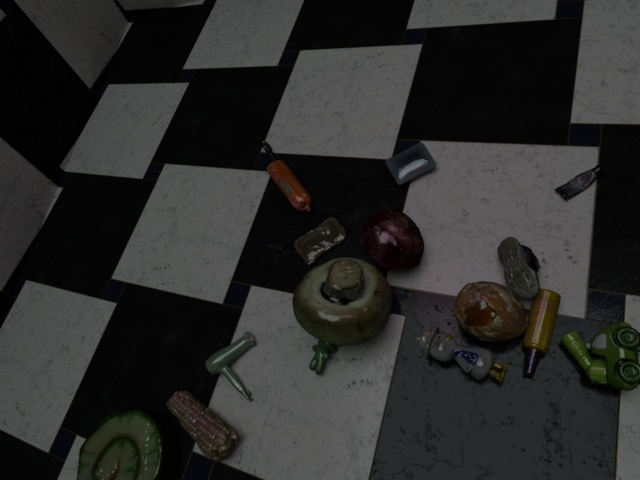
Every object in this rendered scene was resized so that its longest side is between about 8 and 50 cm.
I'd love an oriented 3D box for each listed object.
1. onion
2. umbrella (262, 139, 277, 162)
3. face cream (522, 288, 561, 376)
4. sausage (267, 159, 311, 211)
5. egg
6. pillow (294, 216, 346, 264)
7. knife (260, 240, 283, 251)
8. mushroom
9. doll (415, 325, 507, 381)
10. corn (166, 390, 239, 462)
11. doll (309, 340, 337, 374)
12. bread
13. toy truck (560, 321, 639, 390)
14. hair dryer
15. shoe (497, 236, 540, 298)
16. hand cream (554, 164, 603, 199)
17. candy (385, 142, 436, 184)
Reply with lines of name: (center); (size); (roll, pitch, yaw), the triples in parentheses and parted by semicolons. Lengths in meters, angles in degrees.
onion: (0.257, 0.008, 1.660); (0.252, 0.219, 0.252); (12, 50, -14)
umbrella: (-0.247, -0.429, 2.148); (0.037, 0.040, 0.144); (-37, 56, 11)
face cream: (0.686, 0.290, 1.411); (0.078, 0.078, 0.273); (14, 71, 26)
sausage: (-0.127, -0.229, 1.972); (0.093, 0.093, 0.312); (-36, 58, 1)
egg: (0.542, 0.229, 1.430); (0.233, 0.195, 0.194); (31, 78, 9)
pillow: (-0.001, -0.002, 1.846); (0.211, 0.034, 0.135); (-36, 56, -1)
knife: (-0.210, 0.022, 1.923); (0.121, 0.018, 0.031); (18, 80, 28)
mushroom: (0.079, 0.205, 1.560); (0.353, 0.260, 0.352); (0, 44, 0)
doll: (0.445, 0.364, 1.447); (0.293, 0.119, 0.138); (19, 30, 27)
corn: (-0.435, 0.667, 1.637); (0.335, 0.126, 0.126); (26, 77, 35)
doll: (0.011, 0.408, 1.626); (0.150, 0.078, 0.115); (-64, 23, -4)
bread: (-0.703, 0.815, 1.655); (0.382, 0.129, 0.366); (20, 71, 27)
toy truck: (0.833, 0.342, 1.302); (0.211, 0.148, 0.187); (-24, 60, 32)
hair dryer: (-0.302, 0.496, 1.708); (0.206, 0.075, 0.237); (-34, 65, -5)
shoe: (0.680, 0.098, 1.502); (0.099, 0.126, 0.227); (-39, 44, 39)
hand cream: (0.922, -0.206, 1.595); (0.163, 0.039, 0.062); (-35, 60, 9)
candy: (0.368, -0.313, 1.835); (0.174, 0.071, 0.138); (-27, 59, 8)
